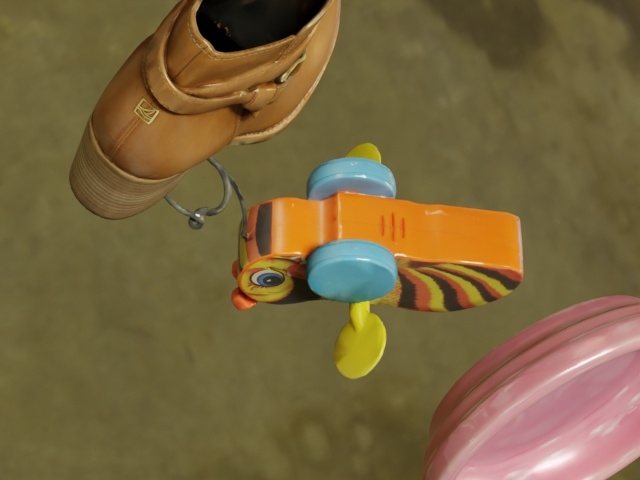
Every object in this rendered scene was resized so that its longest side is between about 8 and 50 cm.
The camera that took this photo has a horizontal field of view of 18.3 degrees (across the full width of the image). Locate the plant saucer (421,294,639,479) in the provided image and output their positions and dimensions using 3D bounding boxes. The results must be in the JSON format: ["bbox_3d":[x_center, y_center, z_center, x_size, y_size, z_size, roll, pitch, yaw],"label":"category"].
[{"bbox_3d":[0.234,0.162,1.950,0.332,0.332,0.084,8,44,-52],"label":"plant saucer"}]

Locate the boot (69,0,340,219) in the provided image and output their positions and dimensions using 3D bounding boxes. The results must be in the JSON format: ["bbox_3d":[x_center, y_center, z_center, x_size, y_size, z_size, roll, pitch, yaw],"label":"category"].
[{"bbox_3d":[-0.042,-0.146,1.305,0.109,0.220,0.283,48,53,4],"label":"boot"}]

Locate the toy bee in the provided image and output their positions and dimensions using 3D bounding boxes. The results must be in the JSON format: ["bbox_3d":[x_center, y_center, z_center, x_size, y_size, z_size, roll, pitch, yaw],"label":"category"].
[{"bbox_3d":[0.000,0.000,1.568,0.298,0.162,0.195,30,55,-8],"label":"toy bee"}]
